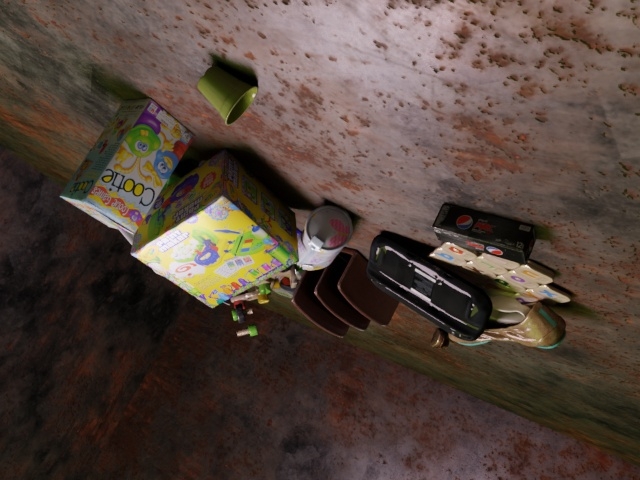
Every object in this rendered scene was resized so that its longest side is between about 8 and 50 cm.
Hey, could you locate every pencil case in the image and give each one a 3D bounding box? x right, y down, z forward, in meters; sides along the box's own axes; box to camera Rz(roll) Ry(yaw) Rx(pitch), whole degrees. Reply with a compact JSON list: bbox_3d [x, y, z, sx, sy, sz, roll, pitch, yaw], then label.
[{"bbox_3d":[0.000,0.000,1.405,0.113,0.124,0.273,54,164,5],"label":"pencil case"}]

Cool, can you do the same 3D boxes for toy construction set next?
[{"bbox_3d":[-0.178,0.086,1.728,0.309,0.237,0.257,-113,14,-48],"label":"toy construction set"}]

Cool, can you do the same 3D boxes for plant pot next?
[{"bbox_3d":[-0.163,-0.253,0.950,0.079,0.083,0.083,41,165,0],"label":"plant pot"}]

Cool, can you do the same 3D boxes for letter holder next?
[{"bbox_3d":[0.080,0.176,1.678,0.152,0.214,0.302,14,160,42],"label":"letter holder"}]

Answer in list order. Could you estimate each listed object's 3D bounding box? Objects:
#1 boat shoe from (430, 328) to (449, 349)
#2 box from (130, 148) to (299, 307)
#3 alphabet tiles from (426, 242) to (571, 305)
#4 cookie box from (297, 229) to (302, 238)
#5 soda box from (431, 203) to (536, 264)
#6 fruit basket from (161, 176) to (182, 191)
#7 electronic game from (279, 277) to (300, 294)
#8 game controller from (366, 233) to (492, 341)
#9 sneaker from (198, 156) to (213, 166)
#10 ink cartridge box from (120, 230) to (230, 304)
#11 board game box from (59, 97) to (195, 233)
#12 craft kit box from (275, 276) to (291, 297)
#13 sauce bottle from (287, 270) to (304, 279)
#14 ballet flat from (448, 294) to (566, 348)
[{"bbox_3d":[0.428,0.354,1.979,0.060,0.064,0.178,19,170,11],"label":"boat shoe"},{"bbox_3d":[-0.252,-0.019,1.381,0.290,0.177,0.279,-28,133,21],"label":"box"},{"bbox_3d":[0.375,0.074,1.199,0.278,0.021,0.284,24,165,1],"label":"alphabet tiles"},{"bbox_3d":[-0.079,0.000,1.701,0.092,0.040,0.107,36,164,-29],"label":"cookie box"},{"bbox_3d":[0.290,-0.012,0.995,0.169,0.053,0.060,19,164,31],"label":"soda box"},{"bbox_3d":[-0.311,-0.068,1.625,0.353,0.165,0.327,25,175,-25],"label":"fruit basket"},{"bbox_3d":[-0.020,0.138,1.846,0.229,0.048,0.229,-1,-168,0],"label":"electronic game"},{"bbox_3d":[0.242,0.108,1.294,0.319,0.067,0.166,32,134,25],"label":"game controller"},{"bbox_3d":[-0.293,-0.175,1.450,0.054,0.061,0.152,32,166,-22],"label":"sneaker"},{"bbox_3d":[-0.429,0.034,1.637,0.324,0.071,0.330,38,-179,34],"label":"ink cartridge box"},{"bbox_3d":[-0.444,-0.174,1.295,0.144,0.275,0.142,12,159,46],"label":"board game box"},{"bbox_3d":[-0.183,0.188,2.495,0.250,0.061,0.247,10,160,49],"label":"craft kit box"},{"bbox_3d":[-0.151,0.061,1.894,0.344,0.111,0.111,8,156,48],"label":"sauce bottle"},{"bbox_3d":[0.400,0.178,1.297,0.124,0.116,0.342,50,158,-14],"label":"ballet flat"}]
